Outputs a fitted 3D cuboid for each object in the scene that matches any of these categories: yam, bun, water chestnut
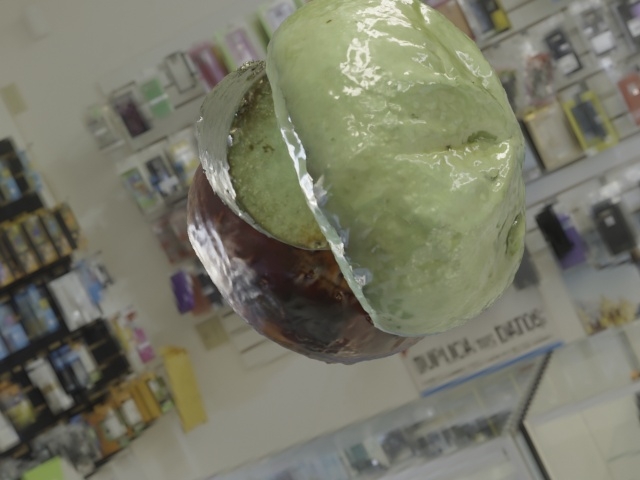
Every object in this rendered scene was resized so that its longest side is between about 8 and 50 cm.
[{"bbox_3d":[-0.023,-0.085,1.055,0.168,0.168,0.304,-27,10,-7],"label":"yam"},{"bbox_3d":[0.052,-0.047,0.652,0.118,0.195,0.195,-19,6,8],"label":"bun"},{"bbox_3d":[0.000,0.000,1.394,0.302,0.350,0.350,-45,-7,34],"label":"water chestnut"}]
